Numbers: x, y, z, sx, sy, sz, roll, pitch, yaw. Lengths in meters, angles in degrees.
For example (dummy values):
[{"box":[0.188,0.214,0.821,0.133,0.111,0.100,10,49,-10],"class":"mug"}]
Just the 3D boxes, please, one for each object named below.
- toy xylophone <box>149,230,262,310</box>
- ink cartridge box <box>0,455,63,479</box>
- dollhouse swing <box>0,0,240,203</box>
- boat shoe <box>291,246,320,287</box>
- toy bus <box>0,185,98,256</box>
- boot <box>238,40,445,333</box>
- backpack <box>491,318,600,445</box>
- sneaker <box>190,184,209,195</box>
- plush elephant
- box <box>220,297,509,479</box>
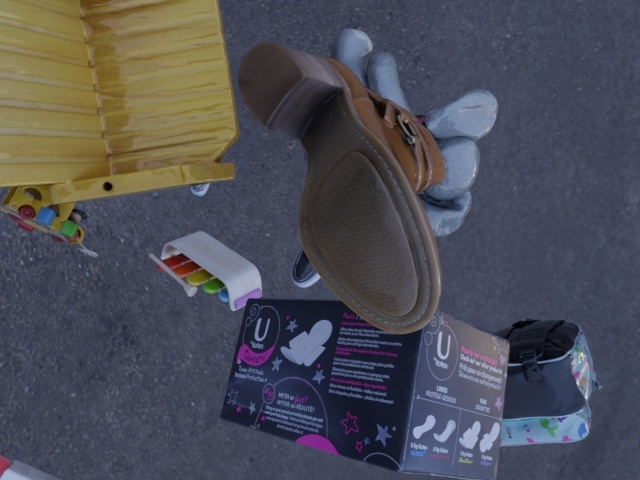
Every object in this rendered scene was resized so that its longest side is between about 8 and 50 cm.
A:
[{"box":[-0.322,0.076,1.512,0.236,0.322,0.081,-18,131,-41],"class":"toy xylophone"},{"box":[-0.593,0.508,0.916,0.261,0.066,0.296,32,76,-13],"class":"ink cartridge box"},{"box":[-0.312,-0.235,0.744,0.314,0.305,0.347,-8,94,7],"class":"dollhouse swing"},{"box":[0.000,0.000,1.258,0.229,0.080,0.076,-53,151,-1],"class":"boat shoe"},{"box":[-0.579,-0.065,1.209,0.190,0.202,0.105,18,72,7],"class":"toy bus"},{"box":[0.059,-0.054,0.524,0.109,0.284,0.220,-46,155,26],"class":"boot"},{"box":[0.366,0.239,0.981,0.253,0.225,0.191,-26,98,-58],"class":"backpack"},{"box":[-0.201,-0.133,0.973,0.038,0.069,0.098,12,64,-7],"class":"sneaker"},{"box":[0.141,-0.150,0.899,0.255,0.330,0.272,2,130,-16],"class":"plush elephant"},{"box":[0.043,0.145,0.580,0.163,0.247,0.142,25,70,-41],"class":"box"}]
